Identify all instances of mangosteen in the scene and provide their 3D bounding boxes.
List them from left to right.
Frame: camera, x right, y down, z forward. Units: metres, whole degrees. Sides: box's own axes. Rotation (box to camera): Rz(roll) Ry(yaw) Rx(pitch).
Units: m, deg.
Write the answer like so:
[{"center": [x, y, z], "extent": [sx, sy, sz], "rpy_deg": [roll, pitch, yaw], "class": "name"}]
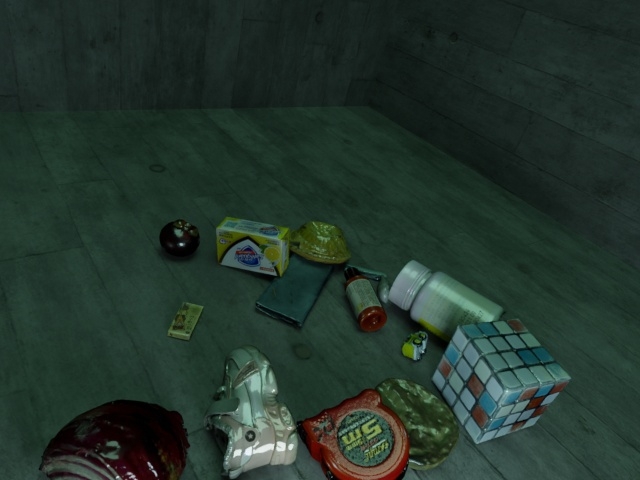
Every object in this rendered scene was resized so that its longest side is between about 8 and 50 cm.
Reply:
[{"center": [-0.527, -0.015, 1.765], "extent": [0.152, 0.152, 0.152], "rpy_deg": [11, 33, -7], "class": "mangosteen"}]

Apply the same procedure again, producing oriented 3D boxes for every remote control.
[{"center": [0.232, 0.184, 1.776], "extent": [0.044, 0.073, 0.229], "rpy_deg": [-5, 7, 3], "class": "remote control"}]

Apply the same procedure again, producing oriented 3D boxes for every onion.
[{"center": [-0.462, 0.456, 1.098], "extent": [0.314, 0.146, 0.280], "rpy_deg": [15, 29, 8], "class": "onion"}]

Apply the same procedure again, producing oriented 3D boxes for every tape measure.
[{"center": [0.098, 0.528, 1.207], "extent": [0.253, 0.114, 0.260], "rpy_deg": [-20, 46, -22], "class": "tape measure"}]

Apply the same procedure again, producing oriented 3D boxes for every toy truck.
[{"center": [0.327, 0.359, 1.628], "extent": [0.077, 0.076, 0.111], "rpy_deg": [10, 26, 31], "class": "toy truck"}]

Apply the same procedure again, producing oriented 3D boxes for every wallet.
[{"center": [-0.086, 0.172, 1.756], "extent": [0.190, 0.046, 0.379], "rpy_deg": [21, 34, 10], "class": "wallet"}]

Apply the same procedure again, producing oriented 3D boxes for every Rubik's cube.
[{"center": [0.543, 0.422, 1.446], "extent": [0.256, 0.253, 0.259], "rpy_deg": [-3, 36, -25], "class": "Rubik's cube"}]

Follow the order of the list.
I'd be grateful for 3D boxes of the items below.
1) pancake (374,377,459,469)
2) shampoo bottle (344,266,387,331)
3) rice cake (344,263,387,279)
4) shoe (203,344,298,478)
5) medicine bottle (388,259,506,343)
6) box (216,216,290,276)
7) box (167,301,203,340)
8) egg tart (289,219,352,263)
[{"center": [0.265, 0.531, 1.361], "extent": [0.294, 0.049, 0.294], "rpy_deg": [11, 32, -7], "class": "pancake"}, {"center": [0.154, 0.205, 1.749], "extent": [0.104, 0.104, 0.278], "rpy_deg": [2, 35, -19], "class": "shampoo bottle"}, {"center": [0.186, 0.134, 1.933], "extent": [0.180, 0.030, 0.042], "rpy_deg": [15, 20, 1], "class": "rice cake"}, {"center": [-0.204, 0.428, 1.213], "extent": [0.198, 0.172, 0.351], "rpy_deg": [-9, 38, -28], "class": "shoe"}, {"center": [0.456, 0.242, 1.715], "extent": [0.378, 0.213, 0.213], "rpy_deg": [33, 37, 25], "class": "medicine bottle"}, {"center": [-0.252, 0.022, 1.770], "extent": [0.265, 0.168, 0.097], "rpy_deg": [12, 29, 11], "class": "box"}, {"center": [-0.433, 0.258, 1.511], "extent": [0.073, 0.020, 0.149], "rpy_deg": [13, 33, -3], "class": "box"}, {"center": [0.000, 0.000, 1.942], "extent": [0.290, 0.115, 0.290], "rpy_deg": [12, 20, -4], "class": "egg tart"}]
